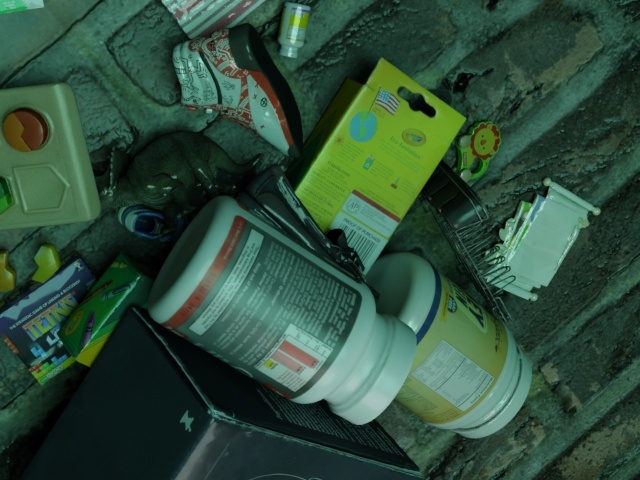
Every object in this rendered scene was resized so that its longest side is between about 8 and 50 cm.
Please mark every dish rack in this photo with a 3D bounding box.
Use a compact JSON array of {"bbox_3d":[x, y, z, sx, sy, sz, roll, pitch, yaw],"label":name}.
[{"bbox_3d":[0.261,0.008,1.810,0.074,0.208,0.271,-31,117,2],"label":"dish rack"}]

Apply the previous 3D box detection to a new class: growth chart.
[{"bbox_3d":[0.404,-0.001,1.963,0.172,0.021,0.237,32,93,-27],"label":"growth chart"}]

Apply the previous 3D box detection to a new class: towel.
[{"bbox_3d":[-0.184,-0.401,1.589,0.144,0.029,0.197,-39,120,-5],"label":"towel"}]

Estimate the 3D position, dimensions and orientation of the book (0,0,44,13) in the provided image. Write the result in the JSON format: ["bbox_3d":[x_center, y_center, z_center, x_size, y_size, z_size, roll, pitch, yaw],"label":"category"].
[{"bbox_3d":[-0.453,-0.395,1.480,0.096,0.035,0.144,-13,113,-14],"label":"book"}]

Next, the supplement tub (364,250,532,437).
[{"bbox_3d":[0.195,0.187,1.824,0.316,0.228,0.228,37,91,-28],"label":"supplement tub"}]

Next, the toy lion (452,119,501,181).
[{"bbox_3d":[0.277,-0.160,1.855,0.096,0.034,0.100,-13,112,-26],"label":"toy lion"}]

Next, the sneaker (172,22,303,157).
[{"bbox_3d":[-0.130,-0.221,1.643,0.145,0.090,0.270,-11,142,16],"label":"sneaker"}]

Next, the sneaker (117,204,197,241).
[{"bbox_3d":[-0.247,-0.022,1.670,0.144,0.059,0.053,7,102,-25],"label":"sneaker"}]

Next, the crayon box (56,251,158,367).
[{"bbox_3d":[-0.257,0.153,1.671,0.165,0.081,0.278,-52,135,2],"label":"crayon box"}]

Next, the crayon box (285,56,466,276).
[{"bbox_3d":[0.075,-0.125,1.753,0.202,0.081,0.318,32,94,-27],"label":"crayon box"}]

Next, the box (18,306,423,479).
[{"bbox_3d":[-0.184,0.425,1.639,0.472,0.297,0.480,26,101,-45],"label":"box"}]

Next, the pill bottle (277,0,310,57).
[{"bbox_3d":[-0.044,-0.332,1.657,0.043,0.043,0.083,6,105,-24],"label":"pill bottle"}]

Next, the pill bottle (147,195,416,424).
[{"bbox_3d":[-0.051,0.111,1.543,0.363,0.210,0.210,33,93,-16],"label":"pill bottle"}]

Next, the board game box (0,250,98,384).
[{"bbox_3d":[-0.413,0.122,1.658,0.170,0.048,0.141,-36,118,-8],"label":"board game box"}]

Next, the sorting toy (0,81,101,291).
[{"bbox_3d":[-0.446,-0.070,1.543,0.229,0.041,0.307,-7,111,5],"label":"sorting toy"}]

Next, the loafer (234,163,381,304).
[{"bbox_3d":[0.000,0.000,1.665,0.302,0.109,0.095,41,86,-24],"label":"loafer"}]

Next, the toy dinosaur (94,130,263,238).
[{"bbox_3d":[-0.217,-0.108,1.616,0.314,0.121,0.160,-29,83,-25],"label":"toy dinosaur"}]
